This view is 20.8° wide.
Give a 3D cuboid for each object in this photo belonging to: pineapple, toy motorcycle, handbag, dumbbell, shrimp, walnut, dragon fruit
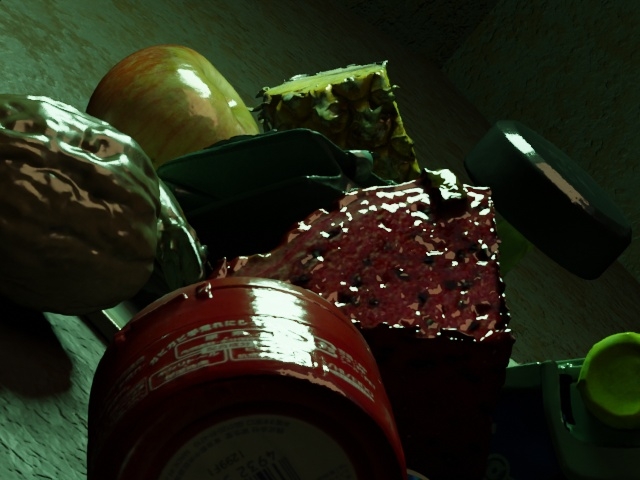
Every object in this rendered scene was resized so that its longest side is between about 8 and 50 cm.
[{"bbox_3d":[0.022,-0.087,2.368,0.344,0.209,0.286,-121,-164,-83],"label":"pineapple"},{"bbox_3d":[0.234,0.219,1.762,0.191,0.326,0.200,37,46,-61],"label":"toy motorcycle"},{"bbox_3d":[-0.001,0.000,1.772,0.326,0.238,0.089,35,50,-45],"label":"handbag"},{"bbox_3d":[0.176,0.042,1.964,0.204,0.322,0.204,38,14,-12],"label":"dumbbell"},{"bbox_3d":[-0.202,-0.029,1.619,0.173,0.058,0.253,3,36,-38],"label":"shrimp"},{"bbox_3d":[-0.238,-0.034,1.429,0.230,0.178,0.178,19,24,-34],"label":"walnut"},{"bbox_3d":[0.038,0.066,1.559,0.330,0.302,0.240,10,-17,-24],"label":"dragon fruit"}]

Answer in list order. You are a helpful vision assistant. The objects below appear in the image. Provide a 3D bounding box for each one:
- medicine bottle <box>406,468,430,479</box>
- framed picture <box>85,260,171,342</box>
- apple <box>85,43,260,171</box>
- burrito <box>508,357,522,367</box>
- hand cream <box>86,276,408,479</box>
[{"bbox_3d":[0.061,0.268,1.401,0.107,0.107,0.191,38,14,-13],"label":"medicine bottle"},{"bbox_3d":[-0.231,-0.002,1.647,0.289,0.016,0.213,44,14,14],"label":"framed picture"},{"bbox_3d":[-0.159,-0.105,1.866,0.209,0.164,0.209,47,13,-14],"label":"apple"},{"bbox_3d":[0.230,0.213,2.089,0.144,0.089,0.229,22,17,-14],"label":"burrito"},{"bbox_3d":[-0.054,0.151,1.217,0.230,0.230,0.149,36,13,-19],"label":"hand cream"}]
